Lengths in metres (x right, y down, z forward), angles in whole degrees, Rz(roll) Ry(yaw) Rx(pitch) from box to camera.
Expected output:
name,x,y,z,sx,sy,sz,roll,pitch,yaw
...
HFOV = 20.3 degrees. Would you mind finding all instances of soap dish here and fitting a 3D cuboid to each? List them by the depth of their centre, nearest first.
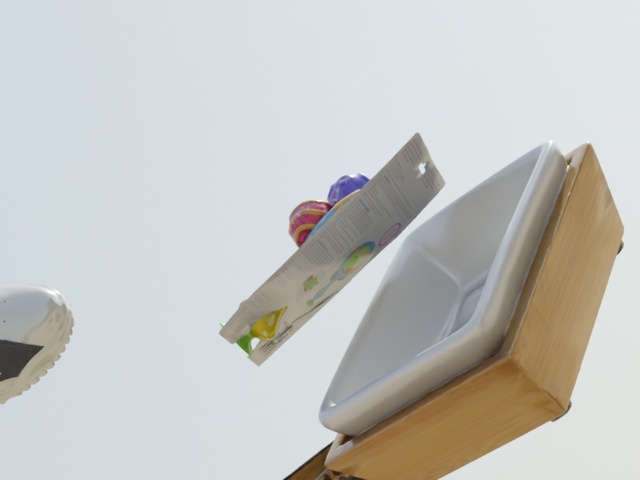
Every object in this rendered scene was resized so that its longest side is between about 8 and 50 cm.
name,x,y,z,sx,sy,sz,roll,pitch,yaw
soap dish,0.136,0.067,1.522,0.229,0.118,0.291,-35,18,40

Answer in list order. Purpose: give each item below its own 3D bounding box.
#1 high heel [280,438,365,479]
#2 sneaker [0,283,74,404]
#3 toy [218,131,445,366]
name,x,y,z,sx,sy,sz,roll,pitch,yaw
high heel,-0.047,0.209,1.592,0.261,0.093,0.186,24,-98,-34
sneaker,-0.288,0.045,1.155,0.235,0.094,0.153,-6,-36,7
toy,0.000,0.000,1.556,0.237,0.056,0.137,-48,-21,-3
